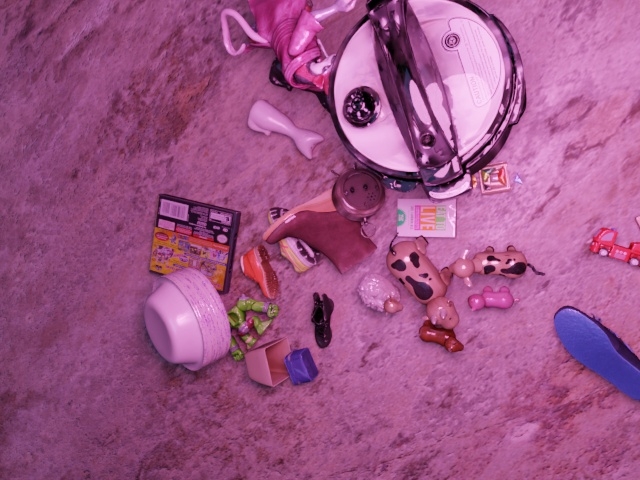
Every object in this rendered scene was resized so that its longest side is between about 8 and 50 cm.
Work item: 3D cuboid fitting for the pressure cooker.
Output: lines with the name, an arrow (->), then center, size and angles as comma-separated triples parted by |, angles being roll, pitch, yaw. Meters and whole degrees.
pressure cooker -> 0.216, -0.288, 1.033 | 0.370, 0.420, 0.375 | 32, 105, 16

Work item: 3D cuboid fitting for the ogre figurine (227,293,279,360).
ogre figurine -> -0.216, 0.237, 1.428 | 0.118, 0.097, 0.197 | 40, 119, 1

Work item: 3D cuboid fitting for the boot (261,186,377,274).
boot -> 0.000, 0.000, 1.279 | 0.248, 0.090, 0.206 | -31, 87, -12

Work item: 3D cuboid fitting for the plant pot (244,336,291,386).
plant pot -> -0.151, 0.343, 1.412 | 0.096, 0.109, 0.108 | -11, 92, 32

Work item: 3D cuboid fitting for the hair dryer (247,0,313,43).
hair dryer -> -0.108, -0.650, 1.319 | 0.224, 0.080, 0.293 | 29, 99, 31

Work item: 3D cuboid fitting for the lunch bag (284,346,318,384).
lunch bag -> -0.059, 0.348, 1.392 | 0.065, 0.067, 0.098 | -23, 87, 21

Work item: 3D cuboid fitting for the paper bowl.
paper bowl -> -0.390, 0.229, 1.406 | 0.284, 0.148, 0.284 | 25, 125, 41

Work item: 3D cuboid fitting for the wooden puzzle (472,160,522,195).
wooden puzzle -> 0.412, -0.147, 1.190 | 0.116, 0.014, 0.078 | -16, 90, 21

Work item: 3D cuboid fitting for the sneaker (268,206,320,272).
sneaker -> -0.089, 0.002, 1.365 | 0.208, 0.082, 0.094 | 58, 137, 19

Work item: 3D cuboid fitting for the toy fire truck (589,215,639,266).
toy fire truck -> 0.702, -0.008, 1.076 | 0.192, 0.047, 0.135 | 20, 102, 19

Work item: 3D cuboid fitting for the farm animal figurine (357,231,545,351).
farm animal figurine -> 0.282, 0.105, 1.159 | 0.327, 0.172, 0.330 | 36, 113, 10

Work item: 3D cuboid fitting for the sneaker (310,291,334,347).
sneaker -> 0.000, 0.216, 1.344 | 0.051, 0.089, 0.170 | 10, 99, 20

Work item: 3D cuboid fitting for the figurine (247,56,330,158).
figurine -> -0.058, -0.346, 1.314 | 0.210, 0.092, 0.214 | 33, 107, 11

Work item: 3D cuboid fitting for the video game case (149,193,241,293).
video game case -> -0.380, 0.007, 1.497 | 0.275, 0.035, 0.248 | 14, 100, 18

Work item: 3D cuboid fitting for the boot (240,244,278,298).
boot -> -0.175, 0.099, 1.420 | 0.085, 0.059, 0.157 | -25, 78, 24

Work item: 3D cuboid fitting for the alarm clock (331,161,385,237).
alarm clock -> 0.101, -0.099, 1.253 | 0.130, 0.064, 0.192 | -12, 82, -14

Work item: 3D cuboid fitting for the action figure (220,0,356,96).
action figure -> -0.069, -0.453, 1.115 | 0.276, 0.248, 0.370 | -16, 57, -7

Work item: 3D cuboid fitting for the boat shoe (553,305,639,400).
boat shoe -> 0.624, 0.245, 1.115 | 0.258, 0.089, 0.109 | 49, 122, 4

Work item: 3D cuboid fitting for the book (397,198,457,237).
book -> 0.265, -0.057, 1.249 | 0.144, 0.035, 0.096 | 1, 92, 22
